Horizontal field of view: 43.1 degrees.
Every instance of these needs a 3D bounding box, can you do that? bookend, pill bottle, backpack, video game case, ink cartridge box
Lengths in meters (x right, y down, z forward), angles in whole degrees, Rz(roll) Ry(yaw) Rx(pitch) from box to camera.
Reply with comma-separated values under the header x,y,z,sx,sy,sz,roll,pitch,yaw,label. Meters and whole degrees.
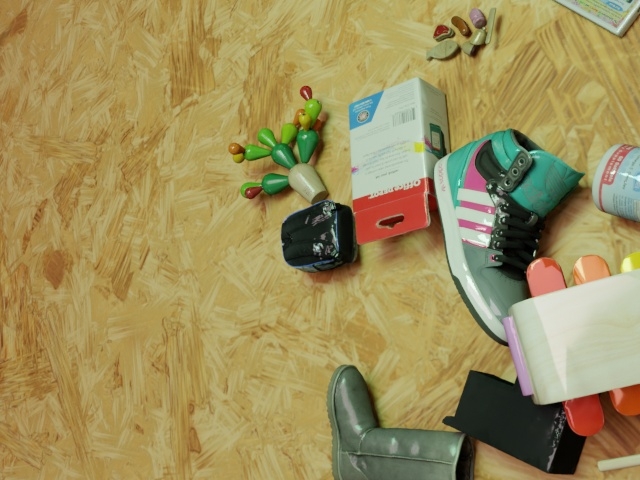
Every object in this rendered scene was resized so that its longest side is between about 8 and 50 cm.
x,y,z,sx,sy,sz,roll,pitch,yaw,label
0.255,0.186,1.009,0.157,0.072,0.156,17,88,43,bookend
0.406,-0.055,0.937,0.160,0.087,0.087,22,93,42,pill bottle
0.000,0.000,1.274,0.114,0.084,0.105,-15,69,33,backpack
0.388,-0.368,1.089,0.143,0.019,0.157,-55,51,15,video game case
0.120,-0.108,1.206,0.134,0.078,0.231,-16,68,38,ink cartridge box

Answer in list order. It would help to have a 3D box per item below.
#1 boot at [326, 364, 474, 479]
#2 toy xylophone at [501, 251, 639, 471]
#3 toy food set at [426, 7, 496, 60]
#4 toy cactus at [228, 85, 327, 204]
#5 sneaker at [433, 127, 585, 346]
x,y,z,sx,sy,sz,roll,pitch,yaw,label
0.108,0.266,1.113,0.208,0.076,0.190,-8,87,46,boot
0.360,0.117,0.869,0.322,0.081,0.236,-9,80,19,toy xylophone
0.215,-0.312,1.224,0.122,0.019,0.078,4,80,49,toy food set
-0.054,-0.136,1.361,0.219,0.112,0.180,-45,62,11,toy cactus
0.257,-0.028,1.034,0.178,0.123,0.295,-37,50,37,sneaker
